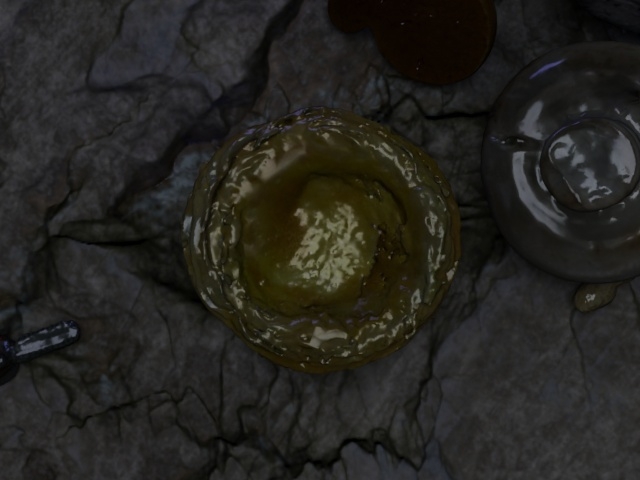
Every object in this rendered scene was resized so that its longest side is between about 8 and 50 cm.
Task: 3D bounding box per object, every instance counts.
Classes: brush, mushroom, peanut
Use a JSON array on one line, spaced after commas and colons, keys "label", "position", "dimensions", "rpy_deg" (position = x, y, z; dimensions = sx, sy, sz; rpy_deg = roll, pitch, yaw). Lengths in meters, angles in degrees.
[{"label": "brush", "position": [-0.411, 0.142, 1.250], "dimensions": [0.323, 0.051, 0.070], "rpy_deg": [-19, 82, 1]}, {"label": "mushroom", "position": [0.262, -0.078, 1.137], "dimensions": [0.243, 0.243, 0.243], "rpy_deg": [0, 85, 3]}, {"label": "peanut", "position": [0.299, 0.044, 1.229], "dimensions": [0.083, 0.037, 0.037], "rpy_deg": [-42, 84, 1]}]

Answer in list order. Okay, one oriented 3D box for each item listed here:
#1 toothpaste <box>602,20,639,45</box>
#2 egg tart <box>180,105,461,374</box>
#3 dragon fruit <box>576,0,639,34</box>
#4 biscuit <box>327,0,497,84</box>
[{"label": "toothpaste", "position": [0.357, -0.233, 1.241], "dimensions": [0.099, 0.068, 0.282], "rpy_deg": [-8, 77, -25]}, {"label": "egg tart", "position": [0.000, 0.000, 1.208], "dimensions": [0.288, 0.118, 0.288], "rpy_deg": [0, 87, 3]}, {"label": "dragon fruit", "position": [0.414, -0.300, 1.132], "dimensions": [0.283, 0.221, 0.204], "rpy_deg": [18, 73, -5]}, {"label": "biscuit", "position": [0.085, -0.265, 1.224], "dimensions": [0.236, 0.039, 0.180], "rpy_deg": [49, 130, -5]}]
